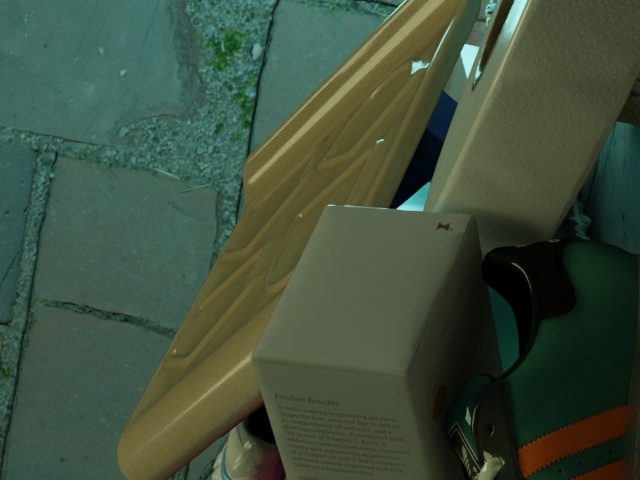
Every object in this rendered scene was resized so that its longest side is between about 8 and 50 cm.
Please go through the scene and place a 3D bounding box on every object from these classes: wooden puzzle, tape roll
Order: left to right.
[{"bbox_3d":[0.000,0.000,1.389,0.322,0.080,0.348,-42,20,43],"label":"wooden puzzle"},{"bbox_3d":[0.160,-0.173,1.112,0.392,0.072,0.392,-158,90,-89],"label":"tape roll"}]

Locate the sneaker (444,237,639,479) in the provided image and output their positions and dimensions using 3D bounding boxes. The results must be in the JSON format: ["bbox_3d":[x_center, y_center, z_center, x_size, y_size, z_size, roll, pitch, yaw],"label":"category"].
[{"bbox_3d":[0.118,0.139,0.974,0.108,0.121,0.302,102,178,-64],"label":"sneaker"}]

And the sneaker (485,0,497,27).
[{"bbox_3d":[0.191,-0.177,1.822,0.071,0.068,0.170,86,-168,-50],"label":"sneaker"}]

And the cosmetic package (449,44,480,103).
[{"bbox_3d":[0.160,-0.087,1.640,0.238,0.107,0.127,-74,-6,-72],"label":"cosmetic package"}]

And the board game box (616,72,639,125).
[{"bbox_3d":[0.211,-0.137,1.253,0.154,0.026,0.103,-84,4,-79],"label":"board game box"}]

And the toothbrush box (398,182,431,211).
[{"bbox_3d":[0.082,0.008,1.719,0.295,0.216,0.126,-86,6,-74],"label":"toothbrush box"}]

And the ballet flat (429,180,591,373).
[{"bbox_3d":[0.134,0.040,1.334,0.409,0.147,0.147,-70,-8,-56],"label":"ballet flat"}]

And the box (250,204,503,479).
[{"bbox_3d":[0.040,0.086,1.046,0.130,0.091,0.170,-63,-31,-44],"label":"box"}]

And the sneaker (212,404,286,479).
[{"bbox_3d":[-0.037,0.120,1.474,0.191,0.071,0.083,-88,16,-48],"label":"sneaker"}]
